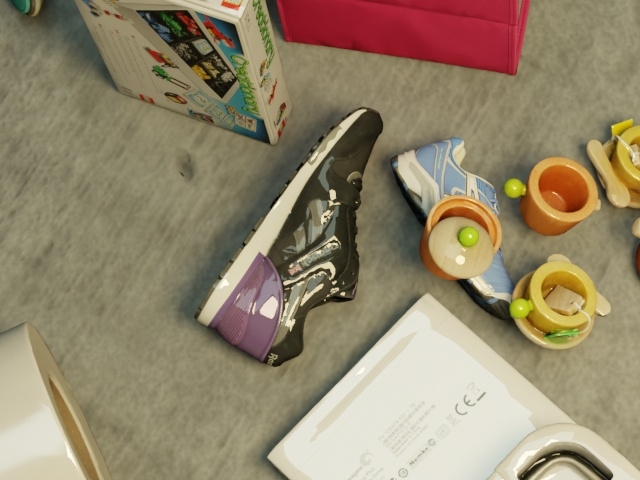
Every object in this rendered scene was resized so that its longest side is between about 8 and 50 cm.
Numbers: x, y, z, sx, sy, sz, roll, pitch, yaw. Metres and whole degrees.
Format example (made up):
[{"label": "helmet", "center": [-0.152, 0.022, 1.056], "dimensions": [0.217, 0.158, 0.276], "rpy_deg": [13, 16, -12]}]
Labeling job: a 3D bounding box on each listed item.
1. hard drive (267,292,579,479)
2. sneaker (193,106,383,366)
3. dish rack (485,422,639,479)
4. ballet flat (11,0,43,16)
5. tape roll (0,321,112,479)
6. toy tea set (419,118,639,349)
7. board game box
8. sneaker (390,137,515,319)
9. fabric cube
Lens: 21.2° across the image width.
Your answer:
[{"label": "hard drive", "center": [0.155, 0.249, 1.661], "dimensions": [0.353, 0.047, 0.233], "rpy_deg": [42, 79, 18]}, {"label": "sneaker", "center": [0.000, 0.000, 1.752], "dimensions": [0.124, 0.107, 0.283], "rpy_deg": [35, 80, 1]}, {"label": "dish rack", "center": [0.208, 0.364, 1.551], "dimensions": [0.333, 0.072, 0.285], "rpy_deg": [-44, 73, -11]}, {"label": "ballet flat", "center": [-0.348, -0.357, 1.914], "dimensions": [0.086, 0.086, 0.248], "rpy_deg": [-31, 70, -7]}, {"label": "tape roll", "center": [-0.300, 0.220, 1.606], "dimensions": [0.169, 0.246, 0.246], "rpy_deg": [-25, 70, -5]}, {"label": "toy tea set", "center": [0.263, -0.014, 1.664], "dimensions": [0.336, 0.124, 0.200], "rpy_deg": [-21, 71, -23]}, {"label": "board game box", "center": [-0.138, -0.201, 1.712], "dimensions": [0.193, 0.305, 0.053], "rpy_deg": [20, 74, 11]}, {"label": "sneaker", "center": [0.152, -0.016, 1.740], "dimensions": [0.081, 0.080, 0.211], "rpy_deg": [-29, 71, -2]}, {"label": "fabric cube", "center": [0.099, -0.351, 1.773], "dimensions": [0.258, 0.259, 0.254], "rpy_deg": [10, 72, 9]}]
